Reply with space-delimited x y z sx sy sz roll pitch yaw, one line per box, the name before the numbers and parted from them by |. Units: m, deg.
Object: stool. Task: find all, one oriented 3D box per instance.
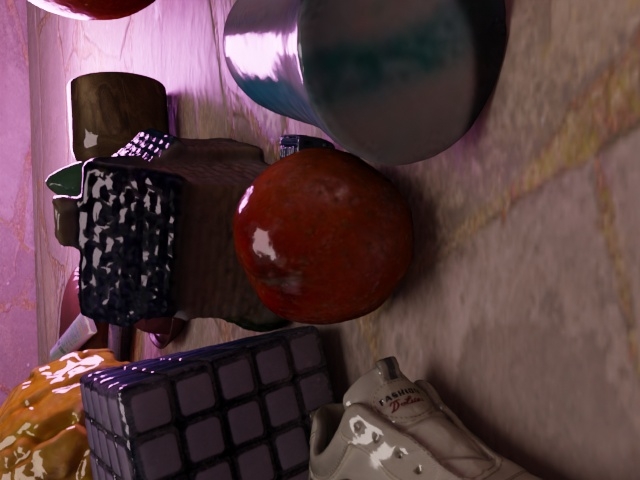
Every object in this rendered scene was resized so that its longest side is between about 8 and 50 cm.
stool | -0.370 -0.158 1.029 0.179 0.179 0.264 -9 84 55

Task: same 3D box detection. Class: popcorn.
popcorn | -0.463 0.386 1.047 0.390 0.344 0.354 -49 59 52

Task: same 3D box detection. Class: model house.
model house | -0.210 -0.023 0.731 0.298 0.284 0.243 26 108 52

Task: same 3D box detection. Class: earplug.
earplug | -0.006 -0.194 0.531 0.324 0.185 0.185 33 119 56

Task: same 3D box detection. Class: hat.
hat | -0.326 0.109 1.057 0.205 0.089 0.205 4 95 56

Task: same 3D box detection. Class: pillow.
pillow | -0.620 0.265 1.464 0.305 0.108 0.308 29 113 48

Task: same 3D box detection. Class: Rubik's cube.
Rubik's cube | -0.122 0.244 0.636 0.237 0.237 0.238 -18 83 54

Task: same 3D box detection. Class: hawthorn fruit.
hawthorn fruit | 0.000 0.000 0.515 0.173 0.173 0.173 5 96 55

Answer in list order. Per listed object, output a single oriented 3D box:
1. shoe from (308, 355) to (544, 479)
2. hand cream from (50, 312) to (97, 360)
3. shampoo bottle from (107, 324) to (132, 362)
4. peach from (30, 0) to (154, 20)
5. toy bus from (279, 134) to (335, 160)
shoe | 0.084 0.197 0.441 0.342 0.132 0.210 -38 64 53
hand cream | -0.597 0.236 1.340 0.174 0.047 0.076 -43 65 26
shampoo bottle | -0.471 0.195 1.301 0.087 0.049 0.234 38 122 52
peach | -0.379 -0.547 0.882 0.388 0.388 0.388 5 96 55
toy bus | -0.018 -0.037 0.632 0.047 0.065 0.166 17 108 54
